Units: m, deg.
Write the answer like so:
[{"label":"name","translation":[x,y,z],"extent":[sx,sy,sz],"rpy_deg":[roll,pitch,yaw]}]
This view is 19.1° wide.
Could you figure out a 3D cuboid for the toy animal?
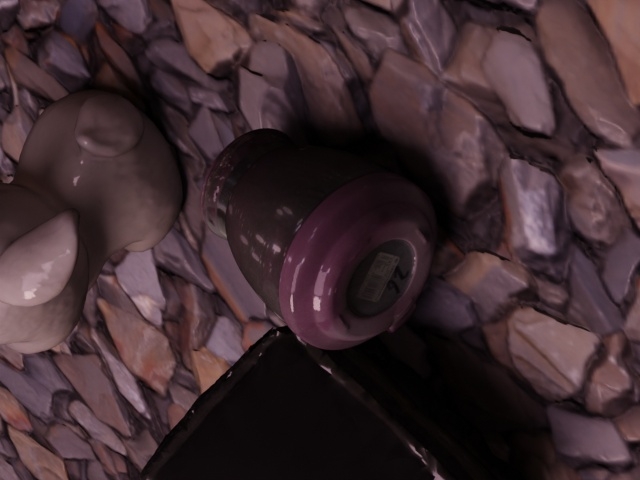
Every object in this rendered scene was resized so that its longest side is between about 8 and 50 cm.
[{"label":"toy animal","translation":[-0.186,-0.018,1.306],"extent":[0.127,0.193,0.178],"rpy_deg":[44,138,8]}]

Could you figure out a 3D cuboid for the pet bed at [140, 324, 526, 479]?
[{"label":"pet bed","translation":[0.015,0.168,1.261],"extent":[0.211,0.183,0.159],"rpy_deg":[42,-173,15]}]

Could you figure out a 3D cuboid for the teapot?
[{"label":"teapot","translation":[0.003,-0.009,1.187],"extent":[0.146,0.148,0.116],"rpy_deg":[36,110,39]}]
